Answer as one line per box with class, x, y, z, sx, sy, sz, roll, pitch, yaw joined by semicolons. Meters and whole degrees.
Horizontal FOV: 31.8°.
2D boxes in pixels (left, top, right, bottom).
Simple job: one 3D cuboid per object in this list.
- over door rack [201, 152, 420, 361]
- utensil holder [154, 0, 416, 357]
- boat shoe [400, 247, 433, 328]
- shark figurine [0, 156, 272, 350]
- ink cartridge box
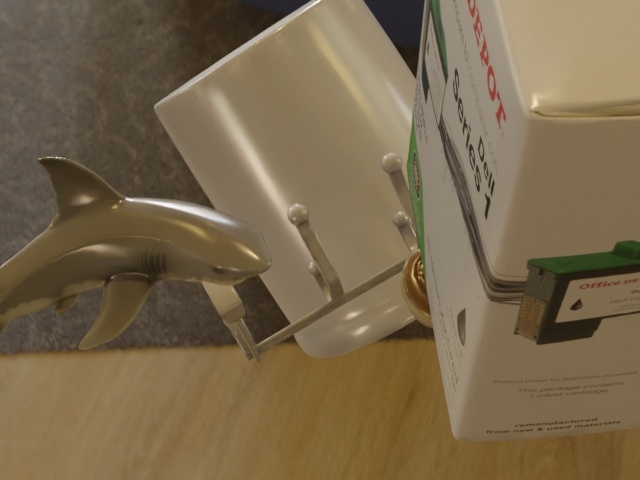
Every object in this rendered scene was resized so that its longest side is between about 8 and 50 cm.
over door rack;0.000;0.000;1.073;0.240;0.324;0.108;-31;78;-7
utensil holder;0.012;-0.095;1.469;0.328;0.328;0.385;-39;104;-25
boat shoe;0.208;0.053;1.027;0.302;0.098;0.109;-3;63;-20
shark figurine;-0.183;0.007;0.754;0.278;0.116;0.166;-23;33;0
ink cartridge box;0.093;-0.041;0.437;0.093;0.219;0.160;-5;55;-2
